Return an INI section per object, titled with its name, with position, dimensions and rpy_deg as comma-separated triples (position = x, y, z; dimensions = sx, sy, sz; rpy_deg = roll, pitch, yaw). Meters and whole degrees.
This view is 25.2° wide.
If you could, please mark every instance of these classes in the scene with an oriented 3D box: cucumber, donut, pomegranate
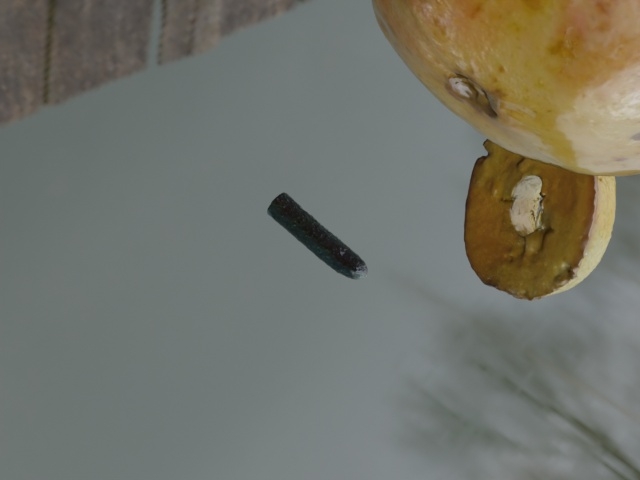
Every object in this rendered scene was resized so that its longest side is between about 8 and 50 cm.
[cucumber]
position = 0.000, 0.000, 1.529
dimensions = 0.032, 0.133, 0.032
rpy_deg = -43, 160, -20
[donut]
position = 0.214, -0.032, 1.357
dimensions = 0.065, 0.162, 0.178
rpy_deg = 7, 107, -40
[pomegranate]
position = 0.190, -0.224, 0.962
dimensions = 0.342, 0.342, 0.342
rpy_deg = -40, 152, -26
